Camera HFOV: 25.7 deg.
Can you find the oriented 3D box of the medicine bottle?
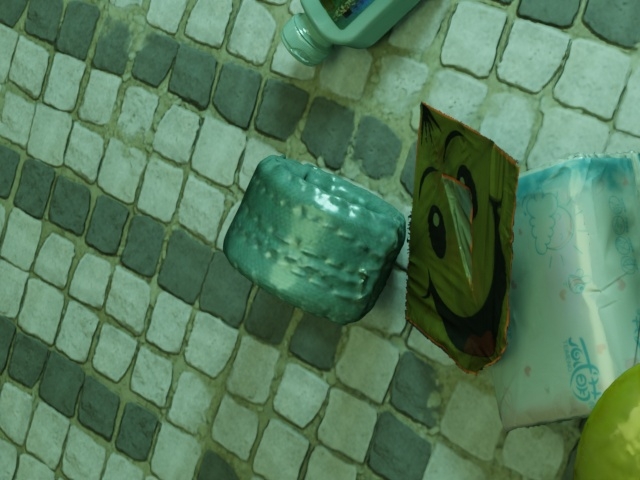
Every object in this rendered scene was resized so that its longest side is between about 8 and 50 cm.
[{"bbox_3d":[0.047,-0.307,1.713,0.229,0.083,0.121,-41,67,28],"label":"medicine bottle"}]

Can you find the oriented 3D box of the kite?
[{"bbox_3d":[0.147,-0.011,1.551,0.377,0.013,0.327,122,139,-62],"label":"kite"}]

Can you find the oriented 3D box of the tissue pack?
[{"bbox_3d":[0.262,0.056,1.492,0.201,0.124,0.271,-22,75,54],"label":"tissue pack"}]

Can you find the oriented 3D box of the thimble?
[{"bbox_3d":[0.000,0.000,1.662,0.235,0.198,0.143,39,108,51],"label":"thimble"}]

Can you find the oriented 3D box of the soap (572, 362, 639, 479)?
[{"bbox_3d":[0.451,0.251,1.311,0.427,0.115,0.306,6,106,18],"label":"soap"}]
